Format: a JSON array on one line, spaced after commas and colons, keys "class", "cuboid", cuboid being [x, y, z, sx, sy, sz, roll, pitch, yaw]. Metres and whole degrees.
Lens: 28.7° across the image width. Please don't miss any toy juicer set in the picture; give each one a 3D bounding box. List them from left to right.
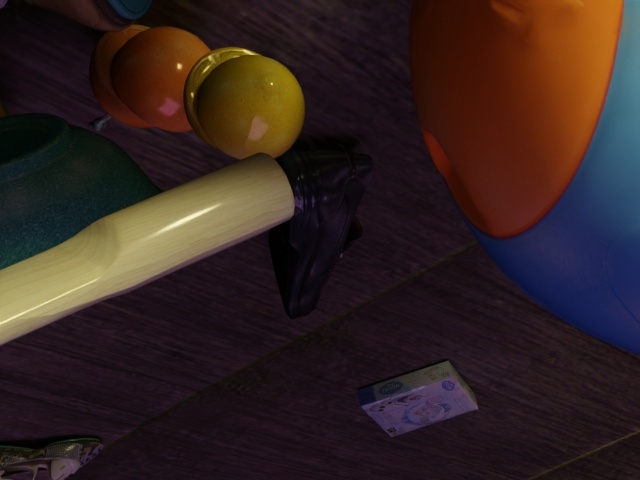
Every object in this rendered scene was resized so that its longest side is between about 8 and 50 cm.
[{"class": "toy juicer set", "cuboid": [-0.098, -0.014, 0.568, 0.209, 0.329, 0.089, -15, 117, -7]}]

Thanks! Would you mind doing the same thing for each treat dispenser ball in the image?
[{"class": "treat dispenser ball", "cuboid": [0.183, -0.087, 0.546, 0.288, 0.288, 0.288, -9, 149, -5]}]

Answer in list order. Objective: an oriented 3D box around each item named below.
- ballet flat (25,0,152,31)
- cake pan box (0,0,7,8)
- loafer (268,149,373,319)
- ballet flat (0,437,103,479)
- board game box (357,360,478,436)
[{"class": "ballet flat", "cuboid": [-0.135, -0.170, 0.519, 0.073, 0.080, 0.232, 13, 151, 18]}, {"class": "cake pan box", "cuboid": [-0.245, -0.172, 0.372, 0.267, 0.070, 0.245, 1, 147, 0]}, {"class": "loafer", "cuboid": [0.000, 0.000, 0.851, 0.061, 0.062, 0.170, -10, 151, -12]}, {"class": "ballet flat", "cuboid": [-0.250, 0.201, 1.113, 0.114, 0.041, 0.041, -1, 148, -17]}, {"class": "board game box", "cuboid": [0.092, 0.148, 1.160, 0.090, 0.020, 0.090, -19, 148, 13]}]
